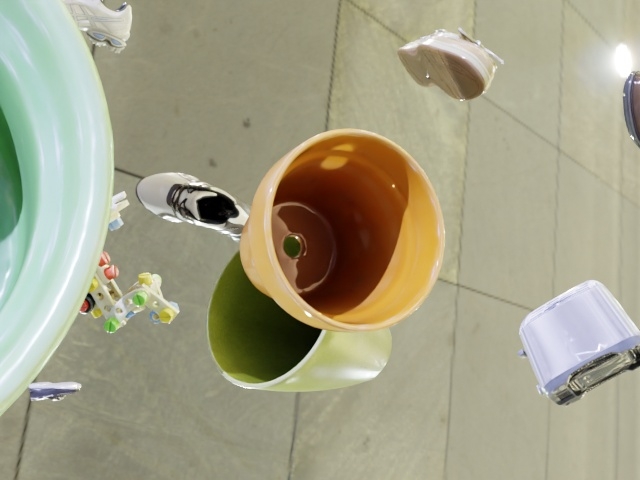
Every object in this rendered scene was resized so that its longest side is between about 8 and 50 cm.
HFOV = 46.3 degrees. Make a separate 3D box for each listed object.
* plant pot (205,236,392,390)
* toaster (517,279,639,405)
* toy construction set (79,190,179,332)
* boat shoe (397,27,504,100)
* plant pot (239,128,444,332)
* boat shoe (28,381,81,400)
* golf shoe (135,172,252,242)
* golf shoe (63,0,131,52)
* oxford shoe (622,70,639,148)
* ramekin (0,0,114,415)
[{"bbox_3d":[-0.004,0.158,1.331,0.293,0.274,0.275,32,63,-47],"label":"plant pot"},{"bbox_3d":[0.458,0.171,1.296,0.129,0.227,0.147,37,25,-50],"label":"toaster"},{"bbox_3d":[-0.465,0.060,1.667,0.328,0.215,0.151,68,17,-2],"label":"toy construction set"},{"bbox_3d":[0.205,-0.291,1.171,0.089,0.285,0.105,-37,114,-1],"label":"boat shoe"},{"bbox_3d":[0.000,0.000,0.827,0.205,0.188,0.205,4,81,-26],"label":"plant pot"},{"bbox_3d":[-0.565,0.323,1.590,0.046,0.125,0.038,-1,88,-76],"label":"boat shoe"},{"bbox_3d":[-0.185,-0.061,1.085,0.094,0.198,0.077,57,50,-75],"label":"golf shoe"},{"bbox_3d":[-0.379,-0.360,1.160,0.176,0.069,0.086,11,111,-35],"label":"golf shoe"},{"bbox_3d":[0.507,-0.150,1.063,0.227,0.096,0.083,52,59,-19],"label":"oxford shoe"},{"bbox_3d":[-0.259,-0.020,0.343,0.303,0.148,0.304,6,73,-21],"label":"ramekin"}]
